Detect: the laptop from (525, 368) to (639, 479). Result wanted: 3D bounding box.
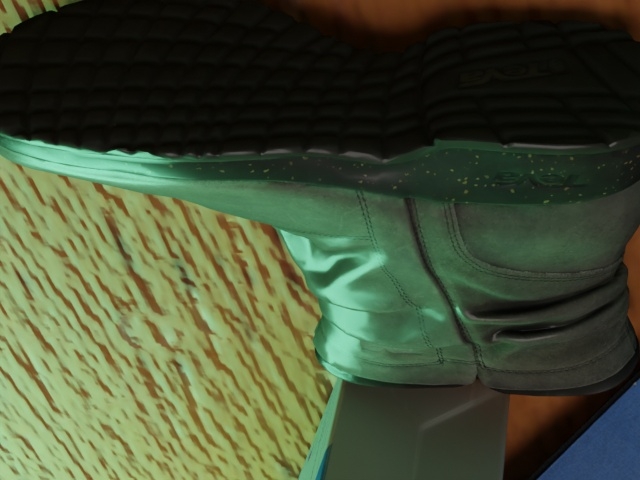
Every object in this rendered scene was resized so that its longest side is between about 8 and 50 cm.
[{"bbox_3d":[0.245,0.176,0.336,0.382,0.408,0.236,41,92,9],"label":"laptop"}]

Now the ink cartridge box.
[{"bbox_3d":[0.012,0.175,0.547,0.078,0.134,0.231,17,132,-2],"label":"ink cartridge box"}]

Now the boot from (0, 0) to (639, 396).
[{"bbox_3d":[0.000,0.000,0.435,0.246,0.083,0.161,6,138,9],"label":"boot"}]
